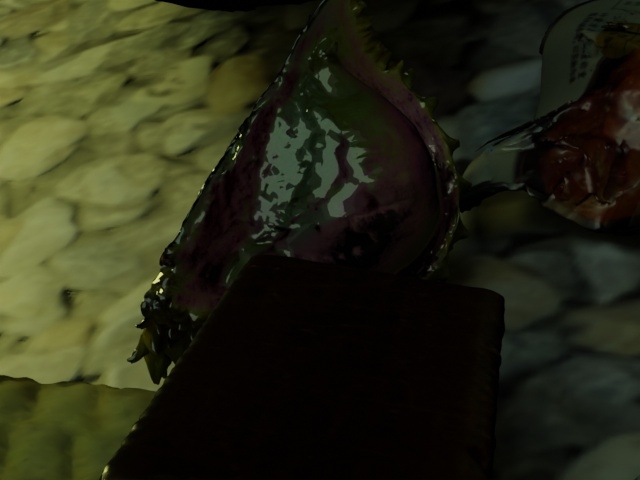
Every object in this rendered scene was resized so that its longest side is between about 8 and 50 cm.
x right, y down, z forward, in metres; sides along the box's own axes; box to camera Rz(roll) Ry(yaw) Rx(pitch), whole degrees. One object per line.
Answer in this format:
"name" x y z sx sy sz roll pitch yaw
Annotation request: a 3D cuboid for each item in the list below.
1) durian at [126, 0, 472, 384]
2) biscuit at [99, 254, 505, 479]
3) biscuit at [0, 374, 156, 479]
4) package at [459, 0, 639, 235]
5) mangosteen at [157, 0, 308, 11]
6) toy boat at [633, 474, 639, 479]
"durian" 0.003 0.001 0.690 0.108 0.119 0.187 26 68 4
"biscuit" 0.003 0.072 0.500 0.106 0.070 0.252 9 16 5
"biscuit" -0.098 0.096 0.561 0.273 0.036 0.187 -1 23 -25
"package" 0.176 -0.057 0.678 0.232 0.040 0.166 12 51 39
"mangosteen" -0.046 -0.303 0.863 0.381 0.381 0.421 -39 0 -15
"toy boat" 0.117 0.161 0.375 0.142 0.129 0.309 -36 29 13
